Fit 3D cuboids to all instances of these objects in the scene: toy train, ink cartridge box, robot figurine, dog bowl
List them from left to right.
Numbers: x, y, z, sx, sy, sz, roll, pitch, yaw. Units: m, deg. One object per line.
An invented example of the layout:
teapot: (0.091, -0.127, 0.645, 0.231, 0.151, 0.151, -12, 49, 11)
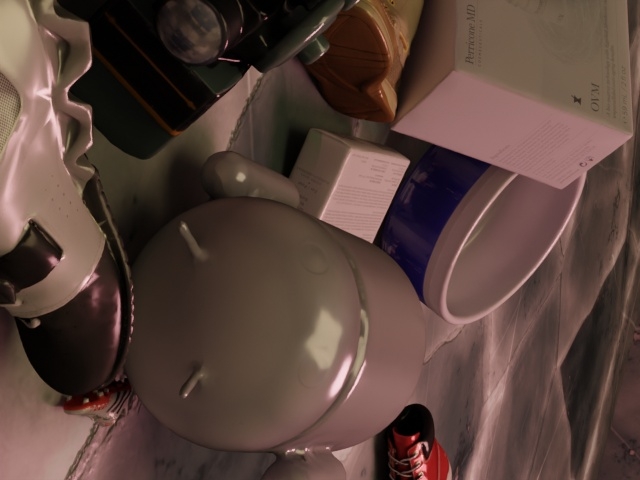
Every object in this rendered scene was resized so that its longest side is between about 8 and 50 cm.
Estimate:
toy train: (-0.058, -0.193, 0.972, 0.142, 0.190, 0.334, 47, 36, -12)
robot figurine: (-0.035, 0.076, 1.094, 0.353, 0.200, 0.300, 24, 49, -67)
ink cartridge box: (0.000, 0.000, 1.372, 0.224, 0.056, 0.181, -64, 159, 9)
dog bowl: (0.198, -0.033, 1.596, 0.265, 0.104, 0.265, -37, 150, -26)

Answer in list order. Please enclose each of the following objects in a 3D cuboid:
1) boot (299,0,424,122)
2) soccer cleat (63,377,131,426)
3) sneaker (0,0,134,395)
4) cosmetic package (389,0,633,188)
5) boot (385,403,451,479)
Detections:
boot: (0.054, -0.249, 1.292, 0.262, 0.095, 0.203, 55, 49, -71)
soccer cleat: (-0.171, 0.129, 1.021, 0.083, 0.029, 0.035, -20, 113, -70)
sneaker: (-0.208, -0.020, 0.791, 0.146, 0.122, 0.330, -36, 135, -35)
cosmetic package: (0.206, -0.208, 1.429, 0.138, 0.225, 0.224, 136, -36, -54)
boot: (0.106, 0.340, 1.694, 0.176, 0.088, 0.244, 71, 28, -48)
